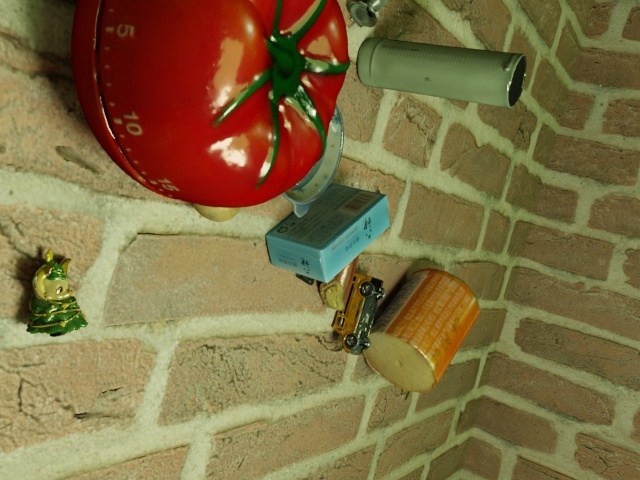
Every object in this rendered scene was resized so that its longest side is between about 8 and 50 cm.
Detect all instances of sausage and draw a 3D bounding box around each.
[{"bbox_3d":[0.276,0.245,1.806,0.287,0.233,0.233,-47,141,-39],"label":"sausage"}]

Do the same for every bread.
[{"bbox_3d":[0.042,0.067,1.485,0.119,0.067,0.192,10,96,-80],"label":"bread"}]

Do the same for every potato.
[{"bbox_3d":[-0.151,-0.100,1.065,0.112,0.112,0.147,9,106,-59],"label":"potato"}]

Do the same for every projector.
[{"bbox_3d":[0.243,-0.349,1.348,0.108,0.337,0.108,-36,134,-48],"label":"projector"}]

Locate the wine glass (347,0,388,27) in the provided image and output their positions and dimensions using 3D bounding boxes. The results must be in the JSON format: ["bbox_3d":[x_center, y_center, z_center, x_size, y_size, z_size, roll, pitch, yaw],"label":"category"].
[{"bbox_3d":[0.121,-0.505,1.334,0.155,0.072,0.072,-57,146,-23],"label":"wine glass"}]

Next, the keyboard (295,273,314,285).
[{"bbox_3d":[0.002,0.000,1.446,0.074,0.015,0.196,37,72,-58],"label":"keyboard"}]

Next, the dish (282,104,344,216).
[{"bbox_3d":[-0.054,-0.178,1.199,0.228,0.086,0.236,31,79,-57],"label":"dish"}]

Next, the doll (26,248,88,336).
[{"bbox_3d":[-0.364,0.074,0.871,0.078,0.076,0.113,-44,114,-78],"label":"doll"}]

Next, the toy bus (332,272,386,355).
[{"bbox_3d":[0.089,0.179,1.606,0.083,0.088,0.194,24,82,-59],"label":"toy bus"}]

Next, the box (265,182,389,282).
[{"bbox_3d":[0.019,-0.022,1.327,0.232,0.142,0.083,-42,134,-38],"label":"box"}]

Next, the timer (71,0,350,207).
[{"bbox_3d":[-0.135,-0.233,0.857,0.378,0.279,0.378,-30,127,-51],"label":"timer"}]
